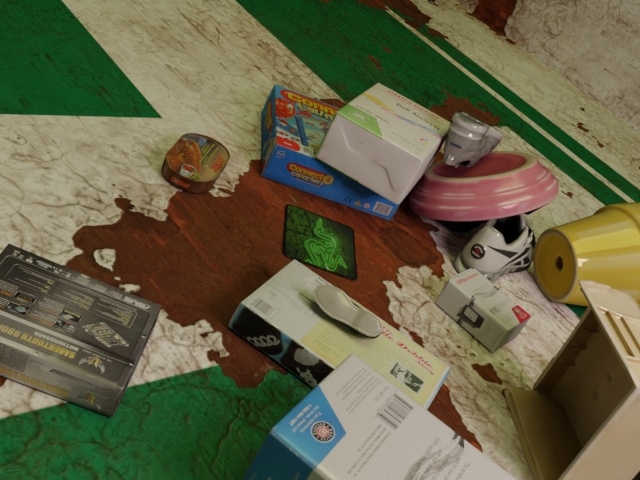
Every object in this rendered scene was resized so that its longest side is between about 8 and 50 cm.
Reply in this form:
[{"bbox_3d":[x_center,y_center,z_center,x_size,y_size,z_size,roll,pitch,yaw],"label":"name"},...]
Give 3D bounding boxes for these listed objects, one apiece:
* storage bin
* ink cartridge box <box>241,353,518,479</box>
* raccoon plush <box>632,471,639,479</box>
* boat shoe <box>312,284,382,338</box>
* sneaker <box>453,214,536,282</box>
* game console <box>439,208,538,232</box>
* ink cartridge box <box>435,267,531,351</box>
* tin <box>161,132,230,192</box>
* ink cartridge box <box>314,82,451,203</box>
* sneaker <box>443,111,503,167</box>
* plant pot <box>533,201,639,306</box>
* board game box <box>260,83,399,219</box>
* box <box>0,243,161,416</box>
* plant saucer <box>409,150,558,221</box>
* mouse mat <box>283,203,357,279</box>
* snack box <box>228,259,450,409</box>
[{"bbox_3d":[0.429,0.240,1.264,0.123,0.262,0.260,14,32,-14],"label":"storage bin"},{"bbox_3d":[0.088,0.320,1.009,0.307,0.129,0.223,36,31,14],"label":"ink cartridge box"},{"bbox_3d":[0.586,0.223,1.294,0.216,0.446,0.299,-1,52,-20],"label":"raccoon plush"},{"bbox_3d":[0.043,0.114,1.257,0.125,0.038,0.046,29,72,12],"label":"boat shoe"},{"bbox_3d":[0.425,-0.009,1.772,0.122,0.146,0.330,37,30,19],"label":"sneaker"},{"bbox_3d":[0.393,-0.102,1.954,0.213,0.044,0.361,28,35,35],"label":"game console"},{"bbox_3d":[0.314,0.132,1.543,0.150,0.063,0.109,42,33,24],"label":"ink cartridge box"},{"bbox_3d":[-0.242,-0.152,1.558,0.106,0.040,0.190,23,30,-1],"label":"tin"},{"bbox_3d":[0.155,-0.229,1.737,0.207,0.119,0.353,31,30,7],"label":"ink cartridge box"},{"bbox_3d":[0.323,-0.218,1.778,0.105,0.115,0.281,33,16,20],"label":"sneaker"},{"bbox_3d":[0.617,0.046,1.761,0.239,0.254,0.254,-3,40,-19],"label":"plant pot"},{"bbox_3d":[0.022,-0.204,1.799,0.308,0.086,0.302,18,32,-16],"label":"board game box"},{"bbox_3d":[-0.345,0.113,1.049,0.231,0.056,0.183,23,31,-8],"label":"box"},{"bbox_3d":[0.362,-0.132,1.794,0.332,0.084,0.332,-9,19,3],"label":"plant saucer"},{"bbox_3d":[0.000,0.000,1.550,0.152,0.007,0.190,20,32,-13],"label":"mouse mat"},{"bbox_3d":[0.036,0.170,1.265,0.322,0.060,0.187,34,31,11],"label":"snack box"}]
